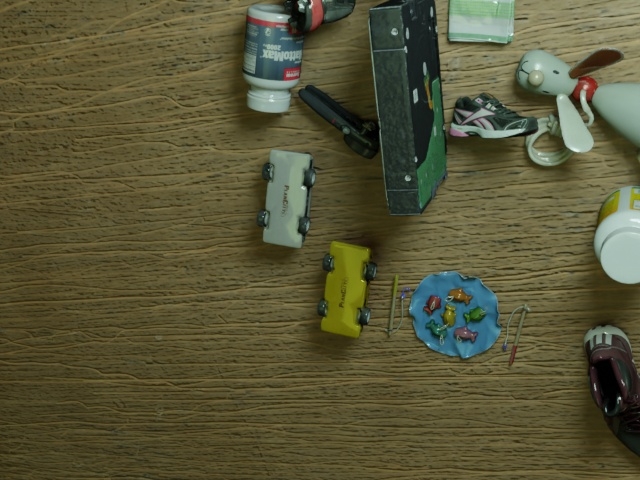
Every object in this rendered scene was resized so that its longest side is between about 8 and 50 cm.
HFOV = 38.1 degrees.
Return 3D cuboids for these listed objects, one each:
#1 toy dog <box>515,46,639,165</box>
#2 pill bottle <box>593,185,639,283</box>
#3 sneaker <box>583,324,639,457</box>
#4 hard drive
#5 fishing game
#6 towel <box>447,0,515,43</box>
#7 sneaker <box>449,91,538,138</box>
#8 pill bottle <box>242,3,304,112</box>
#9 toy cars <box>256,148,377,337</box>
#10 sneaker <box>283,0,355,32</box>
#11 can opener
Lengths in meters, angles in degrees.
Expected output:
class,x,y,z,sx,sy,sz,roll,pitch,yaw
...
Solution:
class,x,y,z,sx,sy,sz,roll,pitch,yaw
toy dog,0.477,-0.206,1.496,0.333,0.161,0.220,3,111,19
pill bottle,0.514,-0.007,1.532,0.117,0.208,0.118,7,112,17
sneaker,0.541,0.305,1.669,0.106,0.162,0.281,-24,100,26
hard drive,0.152,-0.236,1.562,0.064,0.237,0.339,-1,111,21
fishing game,0.259,0.147,1.783,0.264,0.041,0.189,16,117,14
towel,0.273,-0.411,1.569,0.113,0.023,0.152,6,112,17
sneaker,0.289,-0.215,1.587,0.178,0.072,0.077,10,105,46
pill bottle,-0.087,-0.330,1.685,0.108,0.108,0.180,13,114,15
toy cars,0.000,0.000,1.798,0.176,0.087,0.394,-31,94,22
sneaker,-0.010,-0.496,1.599,0.135,0.097,0.276,-11,83,-19
can opener,0.035,-0.223,1.709,0.186,0.059,0.073,39,118,2
